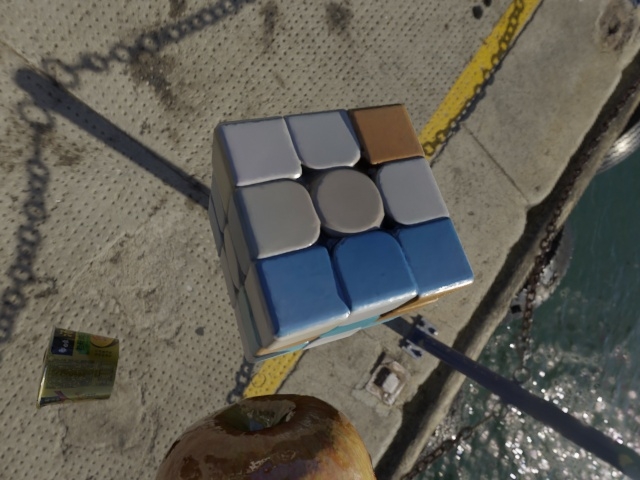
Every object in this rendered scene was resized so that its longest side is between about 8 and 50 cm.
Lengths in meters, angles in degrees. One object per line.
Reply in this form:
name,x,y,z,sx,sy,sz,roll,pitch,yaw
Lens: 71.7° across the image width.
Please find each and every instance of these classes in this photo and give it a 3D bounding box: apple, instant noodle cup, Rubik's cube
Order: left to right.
instant noodle cup,-0.451,0.236,0.830,0.122,0.151,0.152,9,95,-30
apple,-0.048,0.249,0.408,0.210,0.211,0.188,-11,90,-21
Rubik's cube,0.000,0.000,0.817,0.343,0.347,0.347,-13,73,-21
